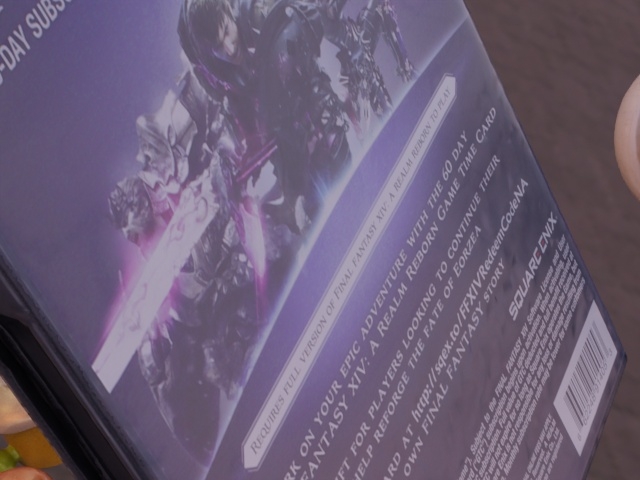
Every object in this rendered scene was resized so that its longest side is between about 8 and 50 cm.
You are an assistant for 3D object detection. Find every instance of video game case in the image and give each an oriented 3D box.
[{"bbox_3d":[0.000,0.000,0.420,0.274,0.026,0.196,60,40,-30],"label":"video game case"}]

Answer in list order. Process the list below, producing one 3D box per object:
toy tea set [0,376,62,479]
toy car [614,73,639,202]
[{"bbox_3d":[-0.077,0.099,0.963,0.200,0.336,0.124,26,-31,53],"label":"toy tea set"},{"bbox_3d":[0.214,-0.015,0.646,0.182,0.136,0.159,-11,9,-22],"label":"toy car"}]
